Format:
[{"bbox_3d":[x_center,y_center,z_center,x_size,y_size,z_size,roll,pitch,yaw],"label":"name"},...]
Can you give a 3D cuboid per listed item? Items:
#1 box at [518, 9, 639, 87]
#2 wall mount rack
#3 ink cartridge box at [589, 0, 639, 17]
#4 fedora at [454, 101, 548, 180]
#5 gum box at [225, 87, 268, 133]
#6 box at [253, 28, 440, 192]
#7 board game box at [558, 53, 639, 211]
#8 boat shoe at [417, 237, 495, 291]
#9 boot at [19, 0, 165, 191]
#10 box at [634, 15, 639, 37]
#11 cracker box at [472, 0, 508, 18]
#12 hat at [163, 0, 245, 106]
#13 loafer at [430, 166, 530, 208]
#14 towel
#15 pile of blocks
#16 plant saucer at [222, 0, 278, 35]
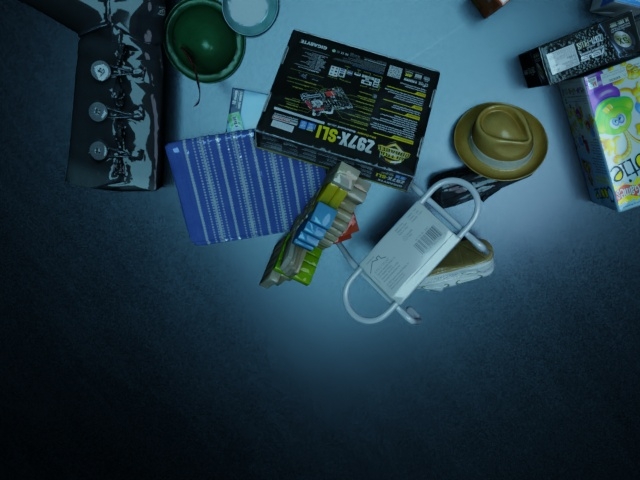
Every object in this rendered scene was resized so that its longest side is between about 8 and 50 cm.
[{"bbox_3d":[0.506,-0.372,1.188,0.180,0.147,0.077,-21,100,6],"label":"box"},{"bbox_3d":[0.159,-0.006,1.238,0.350,0.130,0.304,-48,70,10],"label":"wall mount rack"},{"bbox_3d":[0.608,-0.557,1.150,0.078,0.134,0.231,13,103,1],"label":"ink cartridge box"},{"bbox_3d":[0.372,-0.217,1.229,0.194,0.079,0.194,-3,71,8],"label":"fedora"},{"bbox_3d":[-0.111,-0.236,1.307,0.184,0.041,0.157,11,103,0],"label":"gum box"},{"bbox_3d":[0.057,-0.263,1.209,0.322,0.079,0.257,16,71,1],"label":"box"},{"bbox_3d":[0.608,-0.218,1.217,0.142,0.144,0.275,-19,101,7],"label":"board game box"},{"bbox_3d":[0.244,0.073,1.325,0.277,0.098,0.096,-9,136,19],"label":"boat shoe"},{"bbox_3d":[-0.502,-0.336,1.272,0.367,0.146,0.445,10,110,10],"label":"boot"},{"bbox_3d":[0.741,-0.348,1.207,0.113,0.094,0.275,-28,98,8],"label":"box"},{"bbox_3d":[0.408,-0.539,1.155,0.232,0.156,0.067,-38,97,9],"label":"cracker box"},{"bbox_3d":[-0.246,-0.402,1.207,0.173,0.183,0.208,-43,96,10],"label":"hat"},{"bbox_3d":[0.348,-0.123,1.293,0.223,0.076,0.078,-15,120,2],"label":"loafer"},{"bbox_3d":[-0.151,-0.122,1.309,0.336,0.040,0.243,-8,112,7],"label":"towel"},{"bbox_3d":[0.000,0.000,1.225,0.113,0.149,0.362,26,133,-13],"label":"pile of blocks"},{"bbox_3d":[-0.148,-0.487,1.245,0.119,0.021,0.119,-11,123,-17],"label":"plant saucer"}]
